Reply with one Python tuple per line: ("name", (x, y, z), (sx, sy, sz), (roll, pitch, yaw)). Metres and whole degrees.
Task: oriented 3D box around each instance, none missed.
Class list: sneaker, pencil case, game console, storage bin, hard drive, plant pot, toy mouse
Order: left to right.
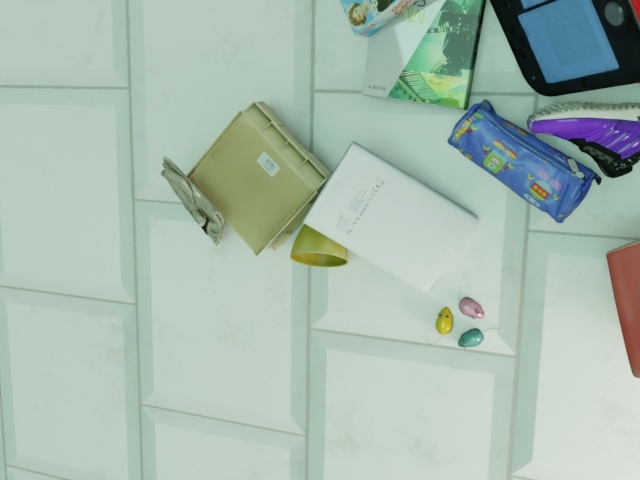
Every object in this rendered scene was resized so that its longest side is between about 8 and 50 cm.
("storage bin", (-0.133, -0.146, 1.715), (0.262, 0.123, 0.260), (47, 112, 8))
("plant pot", (0.000, 0.000, 1.697), (0.134, 0.134, 0.095), (-2, 74, 22))
("hard drive", (0.151, -0.047, 1.608), (0.318, 0.040, 0.210), (30, 110, -7))
("toy mouse", (0.329, 0.187, 1.644), (0.143, 0.031, 0.161), (14, 105, 18))
("pencil case", (0.409, -0.165, 1.492), (0.306, 0.119, 0.133), (37, 152, 11))
("game console", (0.419, -0.423, 1.302), (0.060, 0.386, 0.342), (-35, 103, -9))
("sneaker", (0.549, -0.192, 1.426), (0.293, 0.102, 0.146), (1, 107, 6))
("plant pot", (0.679, 0.100, 1.383), (0.275, 0.275, 0.243), (-24, 81, 24))

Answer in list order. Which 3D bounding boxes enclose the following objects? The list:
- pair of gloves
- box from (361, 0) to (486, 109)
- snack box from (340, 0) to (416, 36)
("pair of gloves", (-0.304, -0.090, 1.742), (0.042, 0.240, 0.204), (-41, 82, -13))
("box", (0.222, -0.451, 1.552), (0.232, 0.058, 0.322), (12, 105, 19))
("snack box", (0.091, -0.610, 1.519), (0.187, 0.060, 0.322), (-30, 78, 39))
